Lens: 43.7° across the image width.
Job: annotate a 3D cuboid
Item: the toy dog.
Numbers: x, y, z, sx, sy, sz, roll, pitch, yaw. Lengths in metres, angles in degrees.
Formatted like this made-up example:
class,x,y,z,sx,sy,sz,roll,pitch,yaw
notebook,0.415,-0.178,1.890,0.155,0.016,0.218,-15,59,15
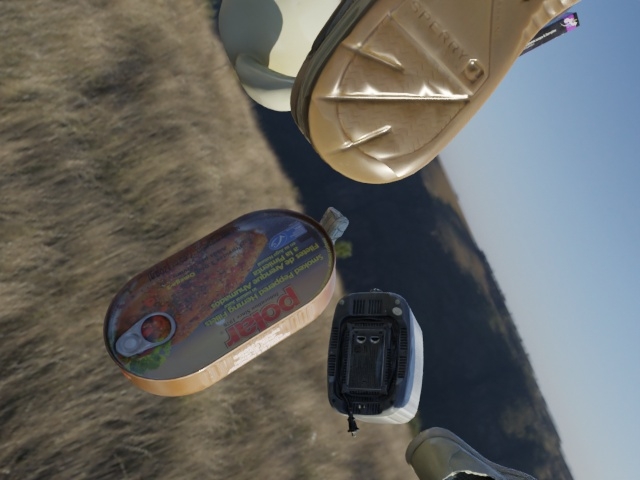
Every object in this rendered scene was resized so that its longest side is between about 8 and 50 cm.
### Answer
class,x,y,z,sx,sy,sz,roll,pitch,yaw
toy dog,0.088,-0.331,0.905,0.395,0.407,0.285,-78,148,-55

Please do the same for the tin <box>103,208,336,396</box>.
class,x,y,z,sx,sy,sz,roll,pitch,yaw
tin,-0.073,0.046,0.617,0.106,0.189,0.040,47,-20,37

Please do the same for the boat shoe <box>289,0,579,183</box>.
class,x,y,z,sx,sy,sz,roll,pitch,yaw
boat shoe,0.108,-0.184,0.469,0.121,0.341,0.110,46,4,-26

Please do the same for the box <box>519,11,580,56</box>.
class,x,y,z,sx,sy,sz,roll,pitch,yaw
box,0.344,-0.348,1.371,0.029,0.162,0.116,67,-8,-22

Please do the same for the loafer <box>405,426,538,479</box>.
class,x,y,z,sx,sy,sz,roll,pitch,yaw
loafer,0.228,0.355,1.079,0.268,0.102,0.092,32,18,-16

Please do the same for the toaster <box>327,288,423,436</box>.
class,x,y,z,sx,sy,sz,roll,pitch,yaw
toaster,0.090,0.196,1.235,0.146,0.129,0.227,45,46,-61

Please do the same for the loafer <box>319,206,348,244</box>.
class,x,y,z,sx,sy,sz,roll,pitch,yaw
loafer,0.000,0.000,1.306,0.045,0.125,0.039,-7,49,-52
